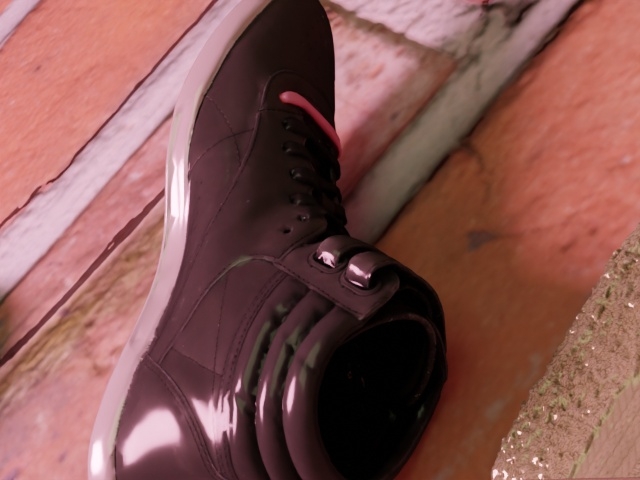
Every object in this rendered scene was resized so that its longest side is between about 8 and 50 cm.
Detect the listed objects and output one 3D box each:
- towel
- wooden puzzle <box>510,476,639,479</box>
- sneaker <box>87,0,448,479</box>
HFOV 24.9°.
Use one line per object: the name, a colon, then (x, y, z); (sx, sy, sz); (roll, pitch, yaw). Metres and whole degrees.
towel: (0.137, 0.053, 0.570); (0.110, 0.027, 0.148); (19, 70, 48)
wooden puzzle: (0.125, 0.185, 0.435); (0.221, 0.044, 0.238); (-7, 59, 35)
sneaker: (0.000, 0.000, 0.678); (0.147, 0.104, 0.296); (-5, 60, 35)
